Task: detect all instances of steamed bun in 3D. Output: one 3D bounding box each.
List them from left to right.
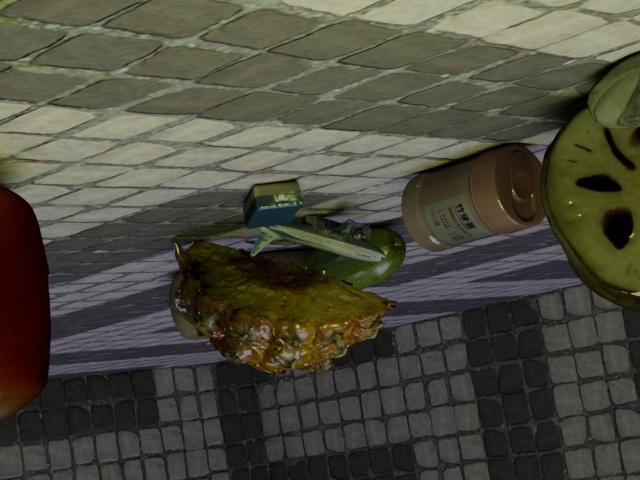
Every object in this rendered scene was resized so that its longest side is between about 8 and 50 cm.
[{"bbox_3d":[-0.369,0.062,1.323,0.248,0.235,0.379,-5,171,-12],"label":"steamed bun"}]

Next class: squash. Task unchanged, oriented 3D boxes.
[{"bbox_3d":[0.057,0.028,2.155,0.095,0.095,0.188,-5,167,-31],"label":"squash"}]

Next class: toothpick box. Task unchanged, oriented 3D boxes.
[{"bbox_3d":[0.179,-0.048,1.698,0.098,0.098,0.149,-2,171,-42],"label":"toothpick box"}]

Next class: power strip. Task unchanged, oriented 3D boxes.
[{"bbox_3d":[-0.056,-0.042,1.698,0.056,0.032,0.123,-9,172,-10],"label":"power strip"}]

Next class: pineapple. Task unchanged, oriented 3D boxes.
[{"bbox_3d":[-0.086,0.117,1.918,0.335,0.158,0.161,21,-141,15],"label":"pineapple"}]

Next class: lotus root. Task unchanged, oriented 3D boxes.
[{"bbox_3d":[0.374,-0.037,1.545,0.250,0.250,0.346,-13,175,23],"label":"lotus root"}]

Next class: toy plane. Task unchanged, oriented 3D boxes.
[{"bbox_3d":[-0.001,-0.003,1.930,0.226,0.058,0.226,3,171,-38],"label":"toy plane"}]

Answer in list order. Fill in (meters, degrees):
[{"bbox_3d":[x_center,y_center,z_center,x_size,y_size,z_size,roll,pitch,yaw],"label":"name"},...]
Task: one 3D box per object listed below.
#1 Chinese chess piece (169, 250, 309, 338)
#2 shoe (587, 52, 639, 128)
[{"bbox_3d":[-0.106,0.087,2.312,0.273,0.102,0.273,-9,172,-1],"label":"Chinese chess piece"},{"bbox_3d":[0.348,-0.135,1.292,0.103,0.098,0.275,0,170,-31],"label":"shoe"}]
